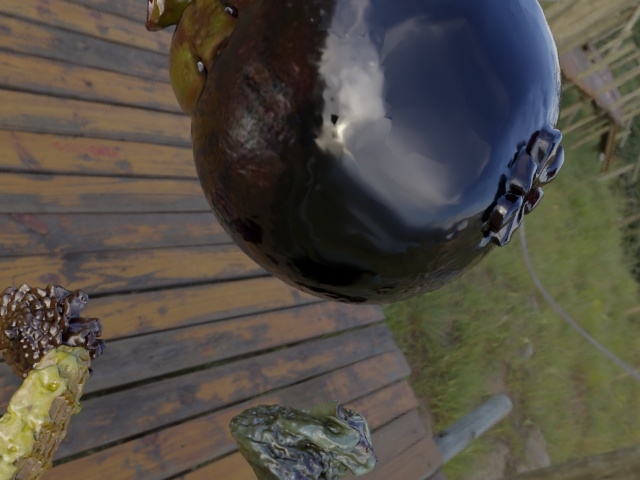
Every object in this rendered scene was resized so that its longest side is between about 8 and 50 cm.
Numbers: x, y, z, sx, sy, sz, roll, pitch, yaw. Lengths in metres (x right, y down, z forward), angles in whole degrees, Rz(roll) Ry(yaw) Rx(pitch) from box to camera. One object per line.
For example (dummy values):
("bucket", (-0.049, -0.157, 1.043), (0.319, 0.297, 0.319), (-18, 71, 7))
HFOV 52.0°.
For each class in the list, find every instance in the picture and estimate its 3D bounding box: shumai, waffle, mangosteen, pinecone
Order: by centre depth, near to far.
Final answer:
("mangosteen", (0.020, -0.138, 0.666), (0.435, 0.382, 0.382), (31, 24, 25))
("waffle", (-0.357, 0.238, 0.829), (0.057, 0.229, 0.219), (24, 65, -3))
("pinecone", (-0.441, 0.160, 1.078), (0.150, 0.179, 0.195), (-53, 152, -41))
("shumai", (-0.024, 0.350, 1.154), (0.256, 0.218, 0.189), (70, -5, -74))
